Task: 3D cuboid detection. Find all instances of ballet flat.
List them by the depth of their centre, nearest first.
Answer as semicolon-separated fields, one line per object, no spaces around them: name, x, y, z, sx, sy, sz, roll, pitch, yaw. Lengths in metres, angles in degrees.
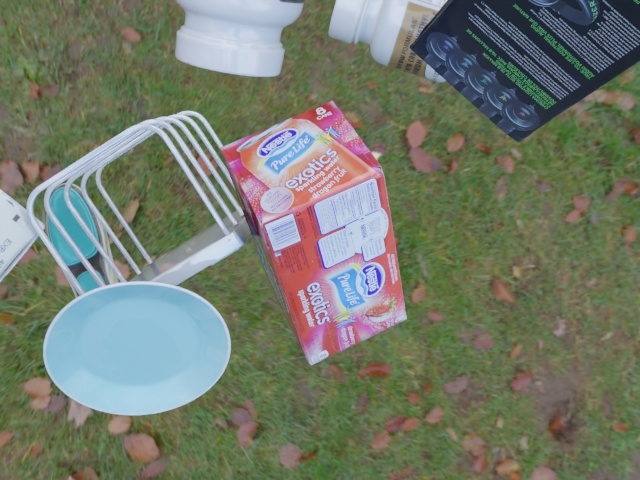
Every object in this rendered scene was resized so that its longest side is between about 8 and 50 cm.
ballet flat;-0.345;0.036;1.248;0.086;0.086;0.248;-15;89;-16

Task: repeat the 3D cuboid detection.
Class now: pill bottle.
pill bottle;0.134;-0.299;1.154;0.229;0.131;0.131;18;81;0
pill bottle;-0.117;-0.448;1.272;0.210;0.210;0.363;6;110;-15

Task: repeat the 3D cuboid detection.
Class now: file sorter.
file sorter;-0.201;-0.042;1.007;0.193;0.277;0.173;-31;99;8

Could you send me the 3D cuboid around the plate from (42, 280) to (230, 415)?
plate;-0.187;0.109;0.856;0.188;0.024;0.188;-6;127;-8

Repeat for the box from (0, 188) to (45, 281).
box;-0.433;-0.014;0.963;0.148;0.232;0.127;42;72;-21

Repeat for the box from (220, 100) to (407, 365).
box;0.000;0.000;0.877;0.128;0.257;0.122;-24;50;-7

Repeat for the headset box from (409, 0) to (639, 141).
headset box;0.225;-0.237;0.639;0.131;0.283;0.246;40;66;-5
